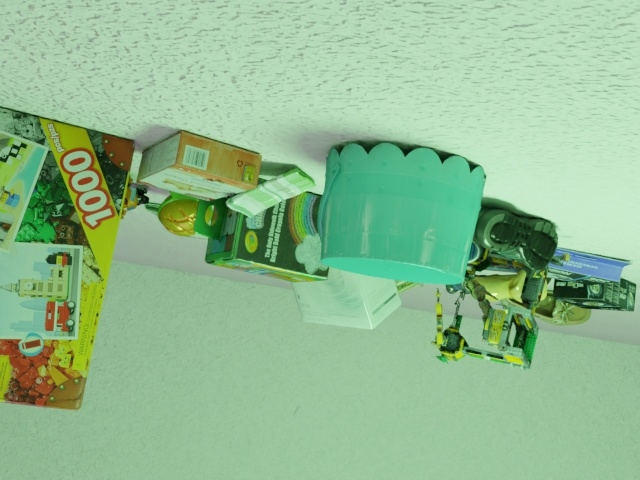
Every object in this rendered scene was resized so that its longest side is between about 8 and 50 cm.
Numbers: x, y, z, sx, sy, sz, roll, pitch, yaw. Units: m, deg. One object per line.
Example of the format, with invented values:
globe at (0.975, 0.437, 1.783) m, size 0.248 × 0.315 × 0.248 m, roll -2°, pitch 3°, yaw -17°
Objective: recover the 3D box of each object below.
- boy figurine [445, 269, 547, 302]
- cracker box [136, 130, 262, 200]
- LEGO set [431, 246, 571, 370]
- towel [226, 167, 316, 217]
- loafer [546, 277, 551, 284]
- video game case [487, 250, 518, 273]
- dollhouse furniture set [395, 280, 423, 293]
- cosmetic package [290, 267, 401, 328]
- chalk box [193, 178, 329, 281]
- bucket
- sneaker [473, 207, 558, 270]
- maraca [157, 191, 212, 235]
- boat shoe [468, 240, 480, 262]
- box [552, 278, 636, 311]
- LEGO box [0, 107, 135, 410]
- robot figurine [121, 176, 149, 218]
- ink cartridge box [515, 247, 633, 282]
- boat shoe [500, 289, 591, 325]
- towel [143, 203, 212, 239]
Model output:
boy figurine at (0.430, 0.104, 1.917) m, size 0.177 × 0.092 × 0.285 m, roll 3°, pitch 177°, yaw -31°
cracker box at (-0.229, -0.131, 1.440) m, size 0.156 × 0.067 × 0.232 m, roll 14°, pitch 171°, yaw -28°
LEGO set at (0.368, 0.124, 1.679) m, size 0.255 × 0.331 × 0.192 m, roll 20°, pitch 169°, yaw 27°
towel at (-0.092, -0.088, 1.483) m, size 0.152 × 0.023 × 0.113 m, roll -23°, pitch 167°, yaw 14°
loafer at (0.547, 0.100, 2.019) m, size 0.148 × 0.056 × 0.050 m, roll -22°, pitch -141°, yaw -33°
video game case at (0.397, 0.042, 2.009) m, size 0.204 × 0.025 × 0.285 m, roll 5°, pitch 170°, yaw 24°
dollhouse furniture set at (0.206, 0.041, 1.985) m, size 0.182 × 0.160 × 0.101 m, roll -26°, pitch 155°, yaw 7°
cosmetic package at (0.046, 0.078, 1.877) m, size 0.224 × 0.224 × 0.138 m, roll 1°, pitch -155°, yaw 42°
chalk box at (-0.133, -0.025, 1.656) m, size 0.289 × 0.180 × 0.179 m, roll 15°, pitch 169°, yaw -25°
bucket at (0.128, -0.036, 1.295) m, size 0.281 × 0.183 × 0.281 m, roll 9°, pitch 171°, yaw 1°
sneaker at (0.371, -0.017, 1.533) m, size 0.267 × 0.101 × 0.106 m, roll 21°, pitch -177°, yaw -41°
maraca at (-0.310, -0.074, 1.811) m, size 0.127 × 0.099 × 0.185 m, roll 4°, pitch 148°, yaw -21°
boat shoe at (0.256, 0.009, 1.626) m, size 0.183 × 0.066 × 0.066 m, roll 15°, pitch -179°, yaw 36°
box at (0.731, 0.135, 2.080) m, size 0.180 × 0.077 × 0.147 m, roll 18°, pitch 167°, yaw -43°
LEGO box at (-0.581, 0.027, 1.420) m, size 0.373 × 0.499 × 0.193 m, roll 12°, pitch 171°, yaw -21°
robot figurine at (-0.509, -0.110, 1.802) m, size 0.211 × 0.085 × 0.291 m, roll 12°, pitch 171°, yaw -8°
ink cartridge box at (0.605, 0.064, 1.876) m, size 0.207 × 0.045 × 0.208 m, roll 11°, pitch 170°, yaw -4°
boat shoe at (0.714, 0.208, 2.470) m, size 0.285 × 0.104 × 0.089 m, roll 9°, pitch 174°, yaw 10°
towel at (-0.340, -0.041, 2.217) m, size 0.248 × 0.038 × 0.325 m, roll 9°, pitch 171°, yaw 4°
